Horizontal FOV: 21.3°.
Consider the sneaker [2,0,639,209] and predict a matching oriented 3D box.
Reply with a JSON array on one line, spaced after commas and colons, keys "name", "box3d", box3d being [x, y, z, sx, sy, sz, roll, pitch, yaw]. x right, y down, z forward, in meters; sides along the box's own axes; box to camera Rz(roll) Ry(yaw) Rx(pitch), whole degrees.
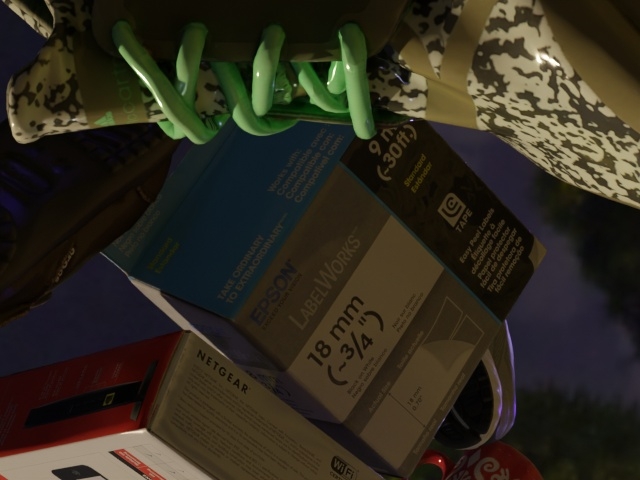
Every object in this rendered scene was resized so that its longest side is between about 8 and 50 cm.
[{"name": "sneaker", "box3d": [-0.037, -0.087, 0.673, 0.182, 0.410, 0.158, -54, -21, -16]}]

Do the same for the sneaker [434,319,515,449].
[{"name": "sneaker", "box3d": [0.133, 0.071, 1.662, 0.108, 0.100, 0.271, 17, -117, -60]}]

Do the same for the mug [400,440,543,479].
[{"name": "mug", "box3d": [0.157, 0.324, 1.973, 0.169, 0.150, 0.113, -46, -56, -35]}]

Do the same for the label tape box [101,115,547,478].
[{"name": "label tape box", "box3d": [0.000, 0.000, 1.372, 0.334, 0.106, 0.240, 44, -111, -28]}]

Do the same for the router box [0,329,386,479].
[{"name": "router box", "box3d": [-0.093, 0.210, 1.293, 0.335, 0.301, 0.082, 40, -126, -30]}]

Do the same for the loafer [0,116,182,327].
[{"name": "loafer", "box3d": [-0.234, 0.018, 1.174, 0.366, 0.134, 0.130, -33, -31, -34]}]
